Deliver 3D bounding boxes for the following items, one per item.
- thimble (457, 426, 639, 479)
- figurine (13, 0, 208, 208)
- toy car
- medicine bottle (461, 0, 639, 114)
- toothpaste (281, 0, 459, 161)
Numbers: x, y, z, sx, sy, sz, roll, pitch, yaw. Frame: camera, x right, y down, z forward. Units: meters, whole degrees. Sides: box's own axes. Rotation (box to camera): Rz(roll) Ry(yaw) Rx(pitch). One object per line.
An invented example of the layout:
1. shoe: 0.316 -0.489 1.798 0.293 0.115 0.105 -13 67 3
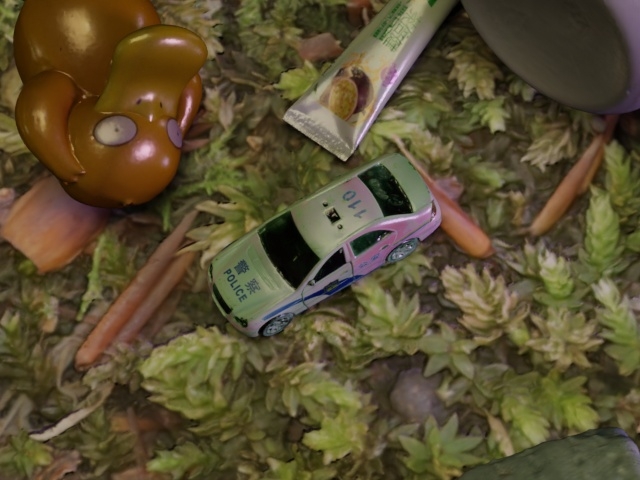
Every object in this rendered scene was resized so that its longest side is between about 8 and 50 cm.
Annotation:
1. thimble: 0.205 0.280 1.307 0.172 0.205 0.250 -18 61 0
2. figurine: -0.206 -0.155 1.566 0.215 0.215 0.228 -36 54 -8
3. toy car: 0.000 0.000 1.517 0.224 0.076 0.090 -31 69 -6
4. medicine bottle: 0.296 -0.292 1.508 0.245 0.245 0.306 38 69 19
5. toothpaste: 0.088 -0.218 1.613 0.314 0.056 0.058 -52 31 -10
